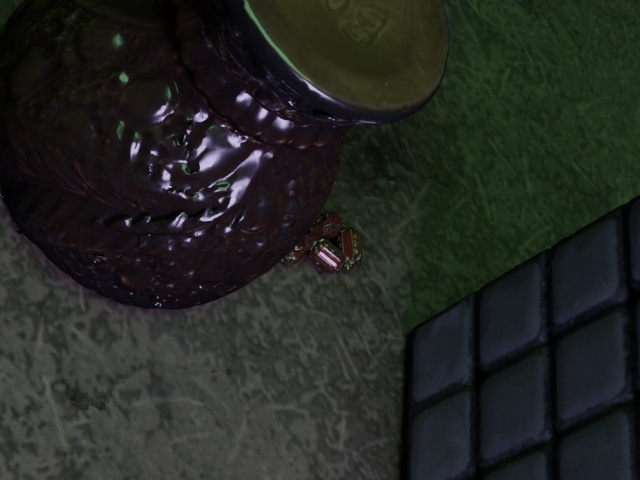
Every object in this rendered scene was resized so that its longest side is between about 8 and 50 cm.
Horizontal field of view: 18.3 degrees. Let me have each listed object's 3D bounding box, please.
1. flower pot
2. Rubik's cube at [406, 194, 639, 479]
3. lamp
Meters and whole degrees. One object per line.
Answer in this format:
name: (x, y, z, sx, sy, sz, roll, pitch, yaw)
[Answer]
flower pot: (-0.064, -0.115, 1.389, 0.266, 0.267, 0.266, 21, 55, -33)
Rubik's cube: (0.291, 0.197, 1.477, 0.337, 0.344, 0.344, 26, 51, -31)
lamp: (0.000, 0.000, 1.555, 0.083, 0.031, 0.063, 23, 54, -37)
